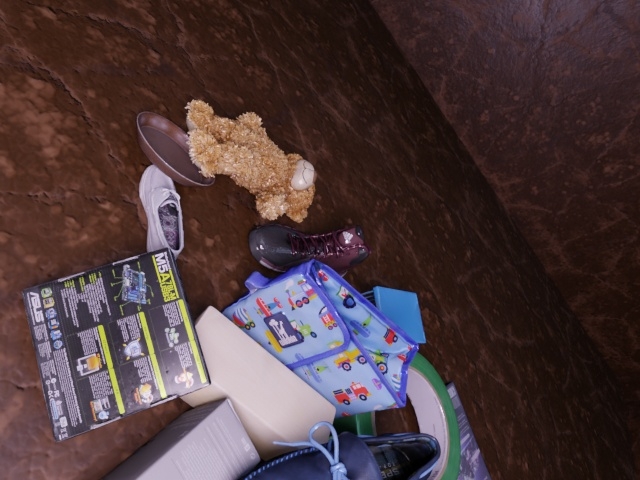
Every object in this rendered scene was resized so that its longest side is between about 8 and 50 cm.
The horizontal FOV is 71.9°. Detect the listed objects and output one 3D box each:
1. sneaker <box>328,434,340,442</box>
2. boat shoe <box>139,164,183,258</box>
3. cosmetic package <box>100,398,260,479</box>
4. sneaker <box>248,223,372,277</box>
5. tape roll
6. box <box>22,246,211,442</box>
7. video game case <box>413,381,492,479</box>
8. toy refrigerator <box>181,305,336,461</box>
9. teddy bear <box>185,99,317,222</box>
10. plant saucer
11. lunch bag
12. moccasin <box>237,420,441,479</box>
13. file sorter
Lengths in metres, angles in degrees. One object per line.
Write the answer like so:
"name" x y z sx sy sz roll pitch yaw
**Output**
"sneaker" 0.111 0.545 0.695 0.483 0.185 0.202 48 37 0
"boat shoe" -0.259 -0.052 0.733 0.066 0.063 0.184 18 55 -42
"cosmetic package" -0.200 0.307 0.521 0.238 0.127 0.107 -26 88 -55
"sneaker" 0.000 0.000 0.918 0.281 0.162 0.107 14 57 -45
"tape roll" 0.163 0.384 0.914 0.321 0.077 0.322 22 53 -33
"box" -0.254 0.124 0.560 0.184 0.045 0.191 -18 78 -16
"video game case" 0.334 0.514 1.091 0.196 0.026 0.275 -4 71 -50
"toy refrigerator" -0.112 0.235 0.678 0.269 0.094 0.102 43 36 -13
"teddy bear" -0.124 -0.159 0.884 0.338 0.113 0.245 36 26 -29
"plant saucer" -0.261 -0.156 0.788 0.168 0.029 0.168 45 17 -18
"lunch bag" -0.015 0.157 0.751 0.293 0.220 0.138 49 39 -16
"moccasin" 0.030 0.298 0.577 0.341 0.117 0.138 6 38 -46
"file sorter" 0.145 0.182 1.008 0.170 0.104 0.118 15 61 -47
